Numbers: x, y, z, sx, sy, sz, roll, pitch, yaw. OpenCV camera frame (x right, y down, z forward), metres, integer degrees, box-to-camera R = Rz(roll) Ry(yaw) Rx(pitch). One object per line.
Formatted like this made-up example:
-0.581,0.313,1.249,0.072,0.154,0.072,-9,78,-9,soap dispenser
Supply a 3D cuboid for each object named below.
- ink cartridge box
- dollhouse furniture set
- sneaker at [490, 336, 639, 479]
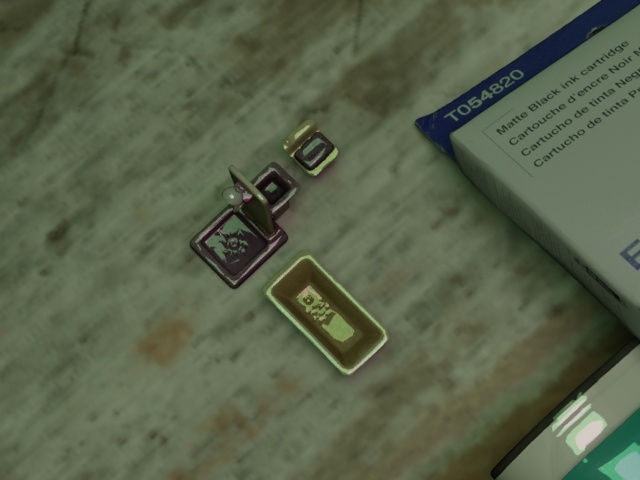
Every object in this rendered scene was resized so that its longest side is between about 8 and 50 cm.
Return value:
0.181,-0.077,0.830,0.223,0.045,0.224,-35,42,-7,ink cartridge box
0.000,0.000,0.857,0.091,0.081,0.114,-43,78,-9,dollhouse furniture set
0.246,0.081,0.805,0.295,0.124,0.178,-38,80,-11,sneaker
